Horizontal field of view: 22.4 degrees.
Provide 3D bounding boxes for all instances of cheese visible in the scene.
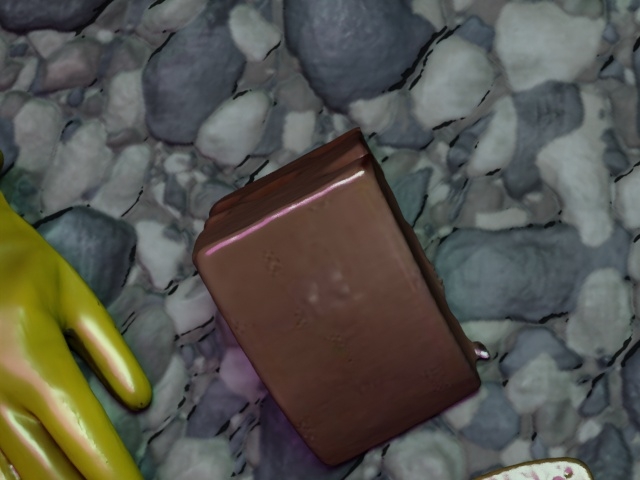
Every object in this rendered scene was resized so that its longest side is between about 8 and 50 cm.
[{"bbox_3d":[0.002,0.008,0.965,0.128,0.177,0.203,-26,69,3],"label":"cheese"}]

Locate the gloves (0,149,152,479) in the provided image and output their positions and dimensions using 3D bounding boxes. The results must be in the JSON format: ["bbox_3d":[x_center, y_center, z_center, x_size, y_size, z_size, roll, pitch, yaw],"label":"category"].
[{"bbox_3d":[-0.207,0.084,1.044,0.133,0.116,0.294,-35,75,29],"label":"gloves"}]

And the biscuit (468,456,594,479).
[{"bbox_3d":[0.096,0.225,0.952,0.142,0.029,0.221,20,78,17],"label":"biscuit"}]
